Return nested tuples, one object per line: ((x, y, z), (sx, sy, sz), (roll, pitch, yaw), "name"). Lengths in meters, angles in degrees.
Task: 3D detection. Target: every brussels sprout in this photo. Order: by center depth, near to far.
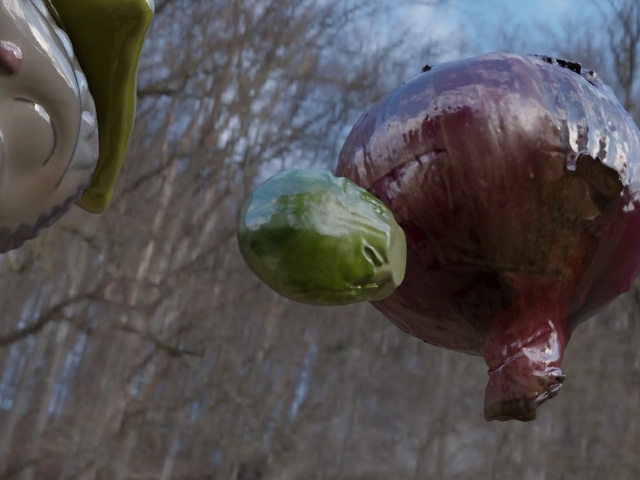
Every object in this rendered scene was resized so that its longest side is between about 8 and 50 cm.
((0.000, -0.004, 1.282), (0.155, 0.117, 0.155), (5, 8, -1), "brussels sprout")

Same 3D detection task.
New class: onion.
((0.179, 0.013, 1.443), (0.348, 0.385, 0.347), (-3, -33, -2), "onion")

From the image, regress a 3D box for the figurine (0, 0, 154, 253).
((-0.363, -0.120, 1.058), (0.361, 0.378, 0.266), (33, -47, 35), "figurine")
